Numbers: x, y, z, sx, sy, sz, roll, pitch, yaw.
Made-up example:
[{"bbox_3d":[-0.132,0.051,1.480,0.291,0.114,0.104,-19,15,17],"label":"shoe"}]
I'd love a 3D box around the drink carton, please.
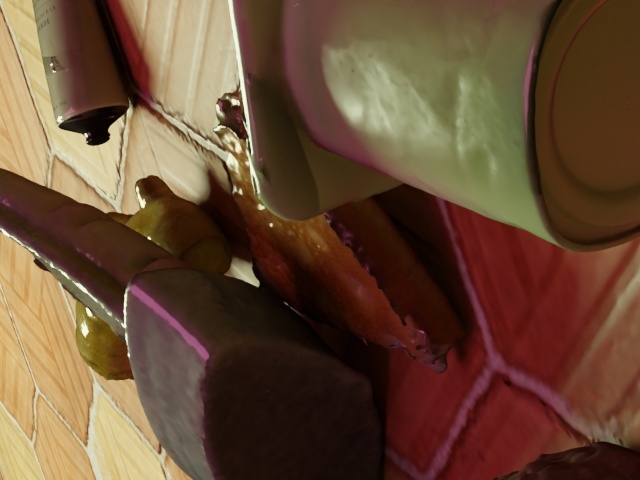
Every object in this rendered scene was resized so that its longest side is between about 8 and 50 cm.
[{"bbox_3d":[0.067,-0.070,0.558,0.142,0.144,0.146,23,131,46],"label":"drink carton"}]

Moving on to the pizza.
[{"bbox_3d":[0.000,0.000,0.846,0.185,0.052,0.195,52,162,-1],"label":"pizza"}]

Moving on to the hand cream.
[{"bbox_3d":[-0.183,-0.159,1.113,0.087,0.054,0.186,-31,74,62],"label":"hand cream"}]

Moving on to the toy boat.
[{"bbox_3d":[-0.077,0.069,0.941,0.293,0.111,0.276,33,166,51],"label":"toy boat"}]

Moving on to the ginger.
[{"bbox_3d":[-0.131,0.030,1.132,0.118,0.065,0.299,63,153,3],"label":"ginger"}]

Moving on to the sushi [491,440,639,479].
[{"bbox_3d":[0.106,0.178,0.699,0.241,0.107,0.161,-28,80,66],"label":"sushi"}]
